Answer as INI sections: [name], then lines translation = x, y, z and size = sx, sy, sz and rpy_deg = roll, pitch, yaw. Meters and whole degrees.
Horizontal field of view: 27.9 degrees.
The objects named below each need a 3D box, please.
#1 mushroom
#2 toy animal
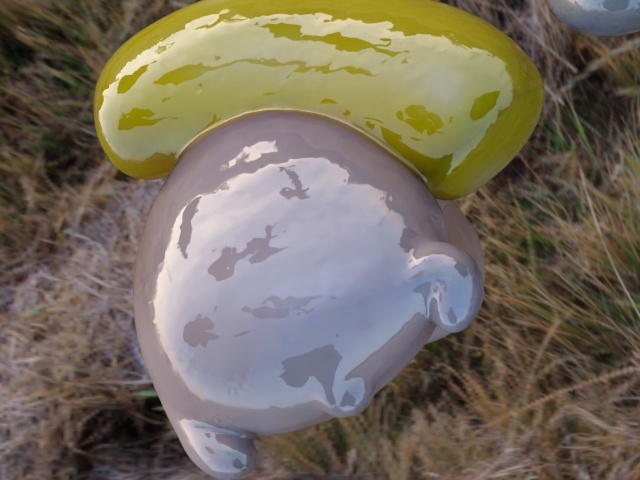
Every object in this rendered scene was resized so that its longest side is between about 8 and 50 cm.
[mushroom]
translation = 0.149, -0.146, 0.640
size = 0.085, 0.085, 0.079
rpy_deg = -7, 118, 16
[toy animal]
translation = 0.022, -0.004, 0.842
size = 0.277, 0.247, 0.345
rpy_deg = -18, 50, 1
